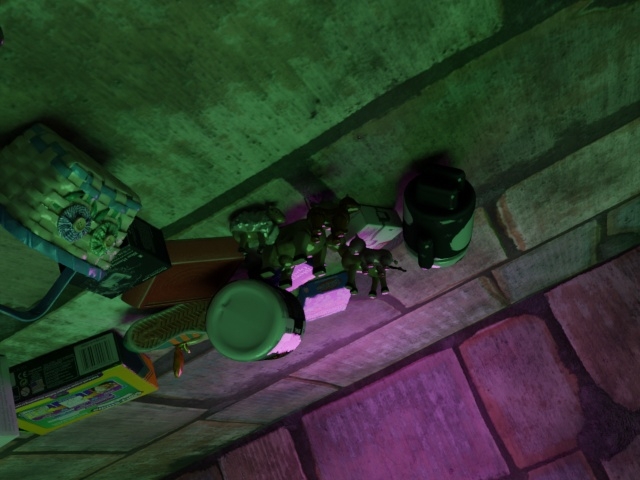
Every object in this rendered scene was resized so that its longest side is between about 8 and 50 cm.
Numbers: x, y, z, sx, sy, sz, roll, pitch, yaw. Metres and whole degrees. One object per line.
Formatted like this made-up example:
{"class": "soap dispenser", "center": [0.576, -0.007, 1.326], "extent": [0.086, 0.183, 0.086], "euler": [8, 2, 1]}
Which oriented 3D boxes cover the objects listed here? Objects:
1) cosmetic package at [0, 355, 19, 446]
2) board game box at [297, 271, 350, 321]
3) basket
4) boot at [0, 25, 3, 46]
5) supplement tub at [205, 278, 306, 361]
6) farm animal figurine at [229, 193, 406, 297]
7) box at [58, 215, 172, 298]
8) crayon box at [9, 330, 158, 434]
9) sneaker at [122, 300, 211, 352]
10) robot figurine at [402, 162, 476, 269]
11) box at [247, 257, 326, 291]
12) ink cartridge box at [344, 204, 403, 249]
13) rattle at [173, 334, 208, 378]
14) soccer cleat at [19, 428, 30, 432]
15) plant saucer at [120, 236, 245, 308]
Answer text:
{"class": "cosmetic package", "center": [-0.914, 0.444, 1.572], "extent": [0.385, 0.217, 0.156], "euler": [-29, 154, 18]}
{"class": "board game box", "center": [0.010, 0.176, 2.007], "extent": [0.160, 0.047, 0.210], "euler": [-16, 155, -15]}
{"class": "basket", "center": [-0.445, -0.014, 1.024], "extent": [0.289, 0.201, 0.255], "euler": [-47, 154, 0]}
{"class": "boot", "center": [-0.348, -0.267, 0.692], "extent": [0.247, 0.161, 0.083], "euler": [-34, 153, 22]}
{"class": "supplement tub", "center": [-0.146, 0.201, 1.642], "extent": [0.194, 0.193, 0.316], "euler": [-26, 168, 7]}
{"class": "farm animal figurine", "center": [0.000, 0.000, 1.512], "extent": [0.327, 0.172, 0.330], "euler": [-11, 145, 18]}
{"class": "box", "center": [-0.407, 0.029, 1.313], "extent": [0.156, 0.093, 0.158], "euler": [-27, 156, 9]}
{"class": "crayon box", "center": [-0.669, 0.397, 1.810], "extent": [0.363, 0.106, 0.313], "euler": [-20, 156, -5]}
{"class": "sneaker", "center": [-0.367, 0.213, 1.721], "extent": [0.302, 0.108, 0.121], "euler": [-15, 174, -31]}
{"class": "robot figurine", "center": [0.286, -0.055, 1.596], "extent": [0.209, 0.173, 0.278], "euler": [-24, 141, -14]}
{"class": "box", "center": [-0.079, 0.087, 1.772], "extent": [0.136, 0.036, 0.225], "euler": [-31, 155, 17]}
{"class": "ink cartridge box", "center": [0.120, -0.030, 1.672], "extent": [0.151, 0.063, 0.109], "euler": [4, 144, -45]}
{"class": "rattle", "center": [-0.319, 0.286, 1.853], "extent": [0.200, 0.142, 0.130], "euler": [-1, 129, -28]}
{"class": "soccer cleat", "center": [-0.855, 0.539, 1.992], "extent": [0.179, 0.060, 0.072], "euler": [-35, 151, 30]}
{"class": "plant saucer", "center": [-0.310, 0.084, 1.558], "extent": [0.259, 0.047, 0.259], "euler": [-4, 149, -35]}
